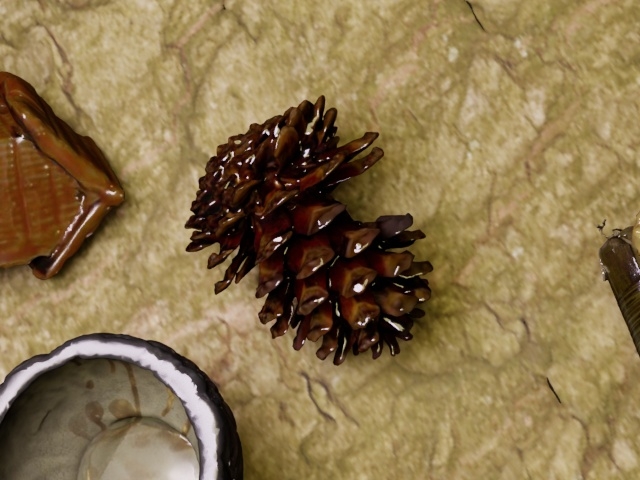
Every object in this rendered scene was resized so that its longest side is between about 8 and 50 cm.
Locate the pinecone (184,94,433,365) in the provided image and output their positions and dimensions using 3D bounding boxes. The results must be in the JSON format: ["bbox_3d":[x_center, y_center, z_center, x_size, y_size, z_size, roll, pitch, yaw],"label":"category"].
[{"bbox_3d":[0.002,-0.001,1.877,0.246,0.246,0.292,-41,94,-2],"label":"pinecone"}]

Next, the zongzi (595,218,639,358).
[{"bbox_3d":[0.399,0.048,1.882,0.184,0.084,0.187,-17,70,-10],"label":"zongzi"}]

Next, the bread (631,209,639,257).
[{"bbox_3d":[0.430,-0.042,1.808,0.133,0.250,0.179,31,126,26],"label":"bread"}]

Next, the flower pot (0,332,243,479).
[{"bbox_3d":[-0.197,0.239,1.829,0.267,0.267,0.266,-2,79,8],"label":"flower pot"}]

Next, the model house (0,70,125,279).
[{"bbox_3d":[-0.354,-0.077,1.987,0.229,0.199,0.219,-8,116,-23],"label":"model house"}]
